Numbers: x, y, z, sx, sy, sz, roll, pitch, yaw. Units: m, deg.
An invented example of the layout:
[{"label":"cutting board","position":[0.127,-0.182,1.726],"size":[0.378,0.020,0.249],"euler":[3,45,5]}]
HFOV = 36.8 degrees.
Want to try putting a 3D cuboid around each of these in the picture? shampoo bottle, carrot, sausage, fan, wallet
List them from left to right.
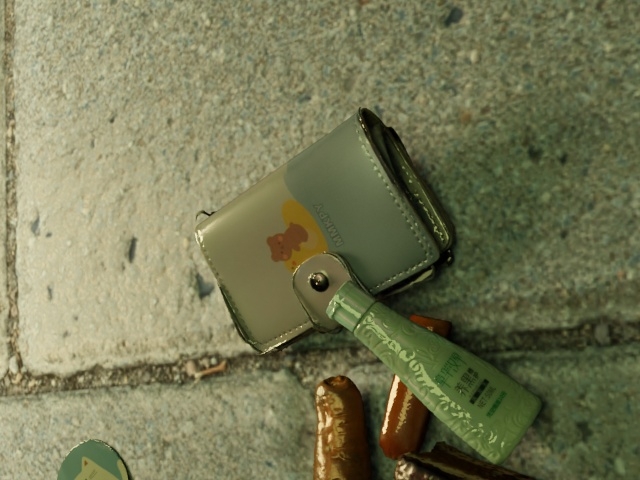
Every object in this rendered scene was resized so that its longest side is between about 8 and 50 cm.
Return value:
[{"label":"fan","position":[-0.235,0.298,1.052],"size":[0.175,0.005,0.113],"euler":[47,108,30]},{"label":"wallet","position":[0.000,0.000,0.902],"size":[0.231,0.069,0.170],"euler":[-30,86,30]},{"label":"carrot","position":[0.019,0.214,0.869],"size":[0.060,0.060,0.186],"euler":[-15,73,31]},{"label":"sausage","position":[0.082,0.129,0.846],"size":[0.039,0.041,0.131],"euler":[16,93,16]},{"label":"shampoo bottle","position":[0.090,0.102,0.801],"size":[0.191,0.041,0.069],"euler":[37,71,9]}]

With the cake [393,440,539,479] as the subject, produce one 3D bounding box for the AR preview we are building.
[{"label":"cake","position":[0.163,0.256,0.737],"size":[0.246,0.112,0.135],"euler":[13,93,34]}]
